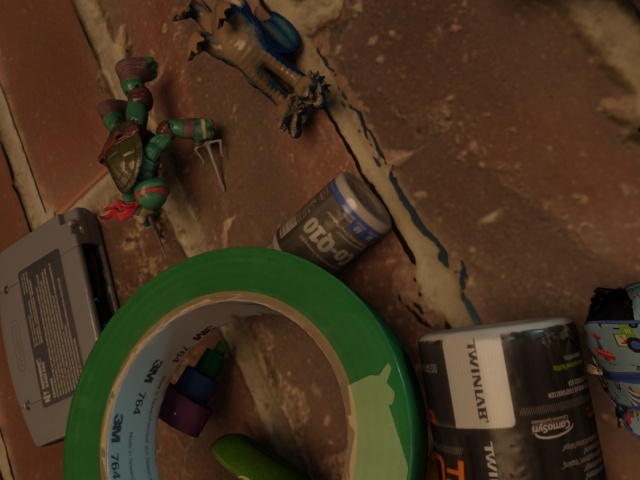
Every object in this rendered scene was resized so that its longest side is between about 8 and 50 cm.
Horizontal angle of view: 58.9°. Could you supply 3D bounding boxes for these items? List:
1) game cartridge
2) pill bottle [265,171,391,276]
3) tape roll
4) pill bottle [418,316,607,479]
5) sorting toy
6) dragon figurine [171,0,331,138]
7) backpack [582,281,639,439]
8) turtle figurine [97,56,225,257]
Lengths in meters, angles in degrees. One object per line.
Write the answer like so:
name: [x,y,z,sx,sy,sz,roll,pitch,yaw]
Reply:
game cartridge: [-0.369,0.125,0.805,0.198,0.062,0.297,-27,74,29]
pill bottle: [0.000,0.000,0.594,0.137,0.078,0.078,-42,68,20]
tape roll: [-0.071,0.169,0.497,0.321,0.077,0.321,-6,70,18]
pill bottle: [0.161,0.191,0.459,0.131,0.130,0.245,-13,79,28]
sorting toy: [-0.011,0.209,0.584,0.366,0.127,0.126,25,74,27]
dragon figurine: [-0.084,-0.235,0.657,0.085,0.144,0.289,-43,48,21]
backpack: [0.266,0.078,0.386,0.158,0.173,0.116,-12,80,27]
turtle figurine: [-0.214,-0.108,0.708,0.175,0.118,0.234,-35,64,22]
